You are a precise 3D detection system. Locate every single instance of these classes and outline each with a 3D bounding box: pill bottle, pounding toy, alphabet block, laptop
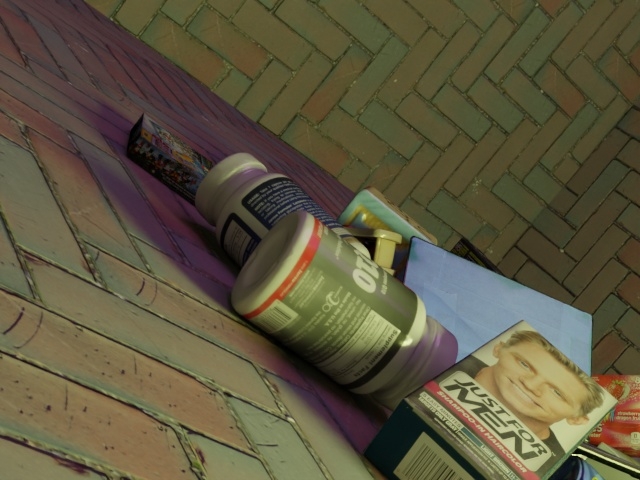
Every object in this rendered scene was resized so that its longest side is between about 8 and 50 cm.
[{"bbox_3d":[0.037,0.102,1.380,0.283,0.161,0.161,37,8,-17],"label":"pill bottle"},{"bbox_3d":[0.056,0.054,1.811,0.269,0.155,0.154,9,-5,3],"label":"pounding toy"},{"bbox_3d":[0.101,0.023,2.006,0.192,0.193,0.197,41,8,3],"label":"alphabet block"},{"bbox_3d":[0.328,0.174,1.640,0.382,0.236,0.408,23,-4,-13],"label":"laptop"},{"bbox_3d":[-0.063,-0.008,1.567,0.264,0.153,0.153,44,9,25],"label":"pill bottle"}]

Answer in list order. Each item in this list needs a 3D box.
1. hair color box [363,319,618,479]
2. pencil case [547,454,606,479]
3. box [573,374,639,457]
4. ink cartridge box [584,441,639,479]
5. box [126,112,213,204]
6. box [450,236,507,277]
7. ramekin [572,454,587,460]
[{"bbox_3d":[0.222,0.229,1.289,0.174,0.105,0.347,42,30,18],"label":"hair color box"},{"bbox_3d":[0.436,0.436,1.473,0.306,0.119,0.133,39,-3,-1],"label":"pencil case"},{"bbox_3d":[0.477,0.314,1.857,0.257,0.128,0.122,-6,-22,36],"label":"box"},{"bbox_3d":[0.506,0.441,1.743,0.176,0.128,0.127,31,11,-49],"label":"ink cartridge box"},{"bbox_3d":[-0.261,-0.143,1.817,0.159,0.044,0.233,37,8,-16],"label":"box"},{"bbox_3d":[0.291,0.125,2.216,0.060,0.216,0.270,37,7,-16],"label":"box"},{"bbox_3d":[0.530,0.385,2.173,0.273,0.127,0.273,38,8,-6],"label":"ramekin"}]
